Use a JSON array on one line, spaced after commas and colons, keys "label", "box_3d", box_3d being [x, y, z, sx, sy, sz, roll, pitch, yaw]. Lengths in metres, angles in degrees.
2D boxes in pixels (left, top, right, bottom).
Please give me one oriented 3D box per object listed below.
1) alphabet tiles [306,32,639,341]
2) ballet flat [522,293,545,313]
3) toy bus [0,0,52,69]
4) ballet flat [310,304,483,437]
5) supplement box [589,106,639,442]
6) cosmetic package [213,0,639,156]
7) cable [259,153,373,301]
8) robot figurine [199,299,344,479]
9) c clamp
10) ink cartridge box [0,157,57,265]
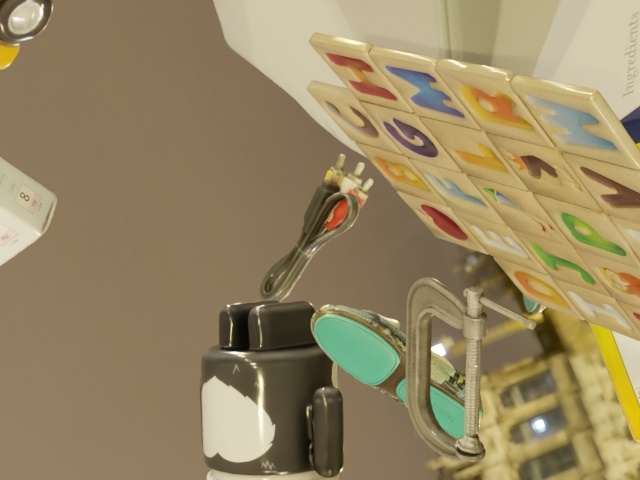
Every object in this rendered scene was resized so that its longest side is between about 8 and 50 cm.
[{"label": "alphabet tiles", "box_3d": [0.140, -0.014, 0.802, 0.342, 0.011, 0.285, 22, 162, 50]}, {"label": "ballet flat", "box_3d": [0.323, 0.039, 1.904, 0.206, 0.067, 0.073, 77, 176, -60]}, {"label": "toy bus", "box_3d": [-0.218, -0.281, 0.923, 0.130, 0.333, 0.108, -2, -138, -50]}, {"label": "ballet flat", "box_3d": [0.072, 0.111, 1.242, 0.188, 0.070, 0.070, 39, -161, -12]}, {"label": "supplement box", "box_3d": [0.372, -0.001, 1.400, 0.356, 0.194, 0.195, 66, -154, -19]}, {"label": "cosmetic package", "box_3d": [0.139, -0.292, 1.061, 0.329, 0.393, 0.327, 41, 156, 35]}, {"label": "cable", "box_3d": [0.000, 0.000, 2.239, 0.072, 0.287, 0.139, 15, -160, -34]}, {"label": "robot figurine", "box_3d": [-0.064, 0.215, 1.660, 0.209, 0.173, 0.278, -151, 59, -86]}, {"label": "c clamp", "box_3d": [0.098, 0.097, 0.971, 0.137, 0.022, 0.161, 38, 135, 48]}, {"label": "ink cartridge box", "box_3d": [-0.388, -0.048, 1.228, 0.232, 0.189, 0.066, 34, -133, -28]}]
